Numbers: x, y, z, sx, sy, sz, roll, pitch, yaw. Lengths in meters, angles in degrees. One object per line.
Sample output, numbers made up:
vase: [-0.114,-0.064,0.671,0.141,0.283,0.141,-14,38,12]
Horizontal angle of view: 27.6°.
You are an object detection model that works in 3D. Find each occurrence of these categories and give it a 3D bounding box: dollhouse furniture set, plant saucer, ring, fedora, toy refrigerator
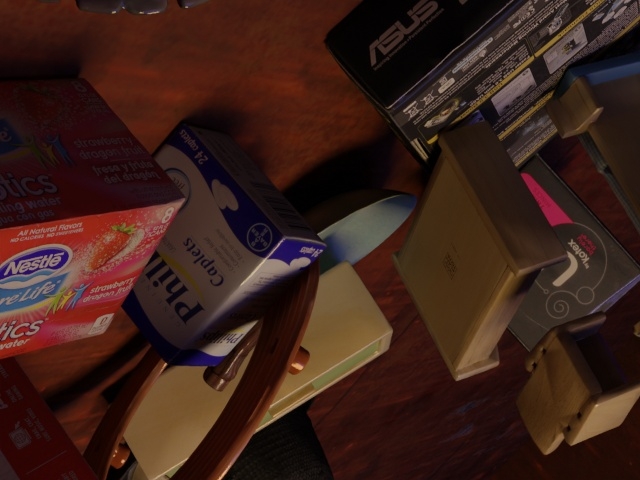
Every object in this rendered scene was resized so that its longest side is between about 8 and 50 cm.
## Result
dollhouse furniture set: [0.262,0.017,1.132,0.303,0.286,0.198,-17,153,-19]
plant saucer: [0.000,0.000,1.220,0.195,0.037,0.195,-31,166,-8]
ring: [-0.105,0.135,1.055,0.336,0.032,0.337,-46,-162,20]
fedora: [-0.084,0.272,1.472,0.334,0.152,0.334,-34,157,-16]
toy refrigerator: [-0.063,0.136,1.273,0.269,0.094,0.102,-31,167,-8]

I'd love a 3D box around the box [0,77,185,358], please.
box: [-0.223,-0.006,0.750,0.257,0.123,0.128,-12,145,-51]

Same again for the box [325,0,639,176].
box: [0.217,-0.215,1.116,0.395,0.097,0.318,-42,157,5]

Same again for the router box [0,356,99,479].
router box: [-0.277,0.236,0.836,0.301,0.335,0.082,-29,156,-28]

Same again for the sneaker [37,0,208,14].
sneaker: [-0.133,-0.174,0.515,0.313,0.116,0.136,-5,130,-24]

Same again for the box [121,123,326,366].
box: [-0.091,0.005,0.985,0.137,0.126,0.072,-48,158,16]

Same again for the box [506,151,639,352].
box: [0.225,0.016,1.388,0.143,0.165,0.270,-43,177,5]

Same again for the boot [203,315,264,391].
boot: [-0.062,0.071,1.171,0.114,0.037,0.106,-53,-161,13]
